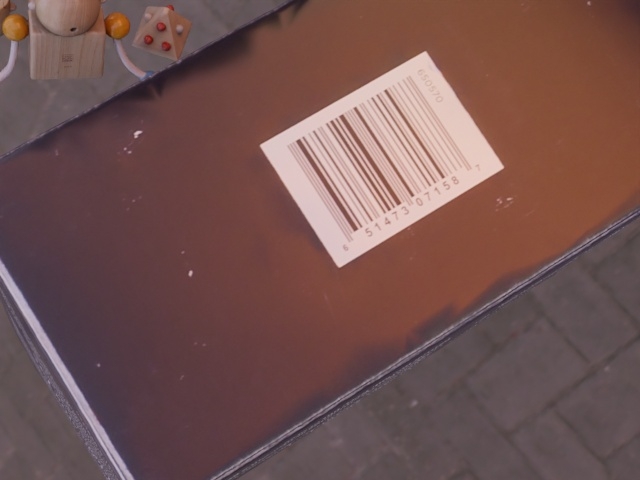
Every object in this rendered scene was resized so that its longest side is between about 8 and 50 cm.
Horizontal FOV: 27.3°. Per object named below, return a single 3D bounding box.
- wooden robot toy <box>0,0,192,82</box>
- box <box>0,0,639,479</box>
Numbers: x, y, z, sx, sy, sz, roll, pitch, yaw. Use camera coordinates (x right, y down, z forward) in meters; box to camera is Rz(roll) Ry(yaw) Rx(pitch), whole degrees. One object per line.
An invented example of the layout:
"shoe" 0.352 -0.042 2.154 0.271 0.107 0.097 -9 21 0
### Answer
"wooden robot toy" -0.152 -0.131 0.735 0.079 0.173 0.076 117 145 -62
"box" 0.000 0.000 0.745 0.179 0.343 0.312 57 165 8
